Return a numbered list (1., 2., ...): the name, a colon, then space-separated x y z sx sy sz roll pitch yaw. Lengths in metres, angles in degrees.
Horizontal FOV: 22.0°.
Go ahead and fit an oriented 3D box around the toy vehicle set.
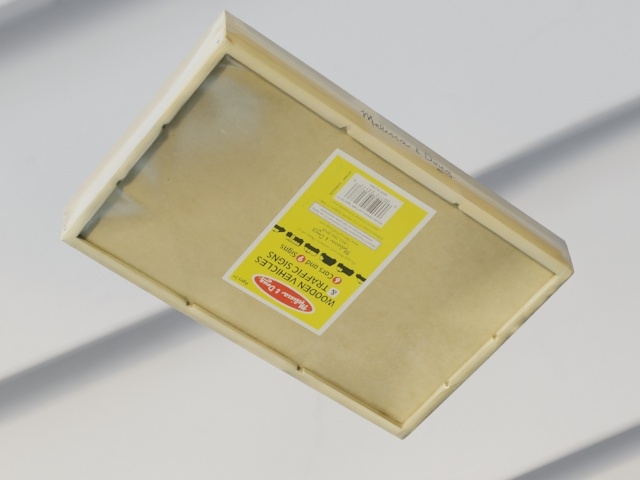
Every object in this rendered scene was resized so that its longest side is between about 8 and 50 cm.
1. toy vehicle set: 0.000 0.000 0.989 0.267 0.166 0.035 33 -154 -23
